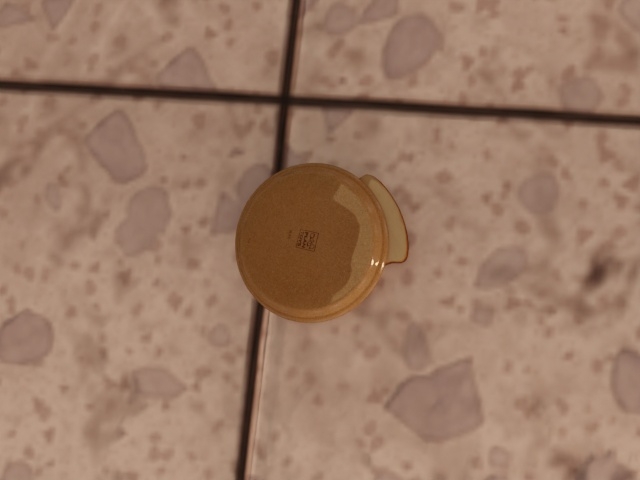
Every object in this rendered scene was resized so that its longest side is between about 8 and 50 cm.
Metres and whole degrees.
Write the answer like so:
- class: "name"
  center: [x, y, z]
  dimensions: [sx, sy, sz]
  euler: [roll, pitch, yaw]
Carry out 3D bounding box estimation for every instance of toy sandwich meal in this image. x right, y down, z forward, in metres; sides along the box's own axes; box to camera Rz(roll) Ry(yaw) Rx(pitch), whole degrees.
- class: "toy sandwich meal"
  center: [0.000, 0.000, 0.688]
  dimensions: [0.086, 0.029, 0.085]
  euler: [-2, 84, 17]
